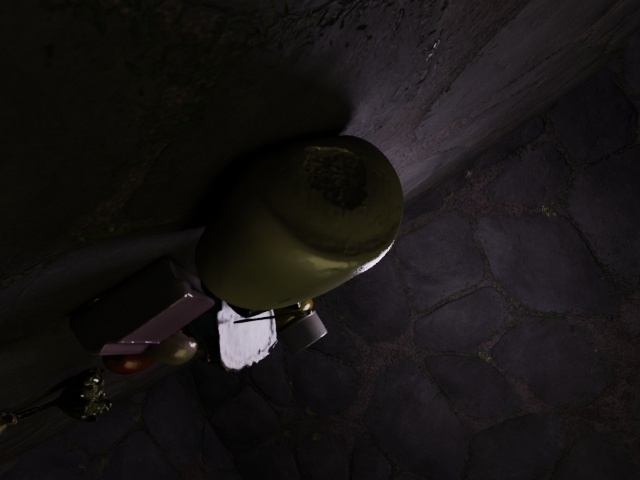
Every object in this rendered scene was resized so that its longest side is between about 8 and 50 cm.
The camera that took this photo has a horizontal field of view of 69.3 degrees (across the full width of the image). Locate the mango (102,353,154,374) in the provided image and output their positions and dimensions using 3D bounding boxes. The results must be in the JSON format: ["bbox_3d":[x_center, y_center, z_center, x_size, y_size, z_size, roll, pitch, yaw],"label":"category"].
[{"bbox_3d":[-0.617,0.372,1.563,0.146,0.129,0.289,-9,-178,15],"label":"mango"}]

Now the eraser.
[{"bbox_3d":[-0.441,0.185,1.216,0.272,0.122,0.359,-32,172,-11],"label":"eraser"}]

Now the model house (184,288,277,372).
[{"bbox_3d":[-0.402,0.311,1.726,0.339,0.297,0.360,-4,-173,26],"label":"model house"}]

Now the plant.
[{"bbox_3d":[-0.927,0.551,1.655,0.333,0.180,0.251,1,171,-11],"label":"plant"}]

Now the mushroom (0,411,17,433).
[{"bbox_3d":[-1.053,0.607,1.412,0.225,0.093,0.116,-40,-167,-24],"label":"mushroom"}]

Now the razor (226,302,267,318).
[{"bbox_3d":[-0.196,0.143,1.638,0.349,0.204,0.113,-20,165,-49],"label":"razor"}]

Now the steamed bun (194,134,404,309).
[{"bbox_3d":[-0.031,-0.016,1.054,0.456,0.290,0.371,-26,169,-43],"label":"steamed bun"}]

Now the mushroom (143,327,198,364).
[{"bbox_3d":[-0.474,0.282,1.483,0.207,0.207,0.215,110,5,-76],"label":"mushroom"}]

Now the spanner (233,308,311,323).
[{"bbox_3d":[-0.161,0.247,1.491,0.302,0.017,0.071,-13,172,32],"label":"spanner"}]

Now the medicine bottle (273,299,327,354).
[{"bbox_3d":[-0.148,0.297,2.060,0.224,0.384,0.224,-32,171,-6],"label":"medicine bottle"}]

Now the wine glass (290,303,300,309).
[{"bbox_3d":[0.000,0.000,1.486,0.406,0.267,0.267,-37,173,-18],"label":"wine glass"}]
